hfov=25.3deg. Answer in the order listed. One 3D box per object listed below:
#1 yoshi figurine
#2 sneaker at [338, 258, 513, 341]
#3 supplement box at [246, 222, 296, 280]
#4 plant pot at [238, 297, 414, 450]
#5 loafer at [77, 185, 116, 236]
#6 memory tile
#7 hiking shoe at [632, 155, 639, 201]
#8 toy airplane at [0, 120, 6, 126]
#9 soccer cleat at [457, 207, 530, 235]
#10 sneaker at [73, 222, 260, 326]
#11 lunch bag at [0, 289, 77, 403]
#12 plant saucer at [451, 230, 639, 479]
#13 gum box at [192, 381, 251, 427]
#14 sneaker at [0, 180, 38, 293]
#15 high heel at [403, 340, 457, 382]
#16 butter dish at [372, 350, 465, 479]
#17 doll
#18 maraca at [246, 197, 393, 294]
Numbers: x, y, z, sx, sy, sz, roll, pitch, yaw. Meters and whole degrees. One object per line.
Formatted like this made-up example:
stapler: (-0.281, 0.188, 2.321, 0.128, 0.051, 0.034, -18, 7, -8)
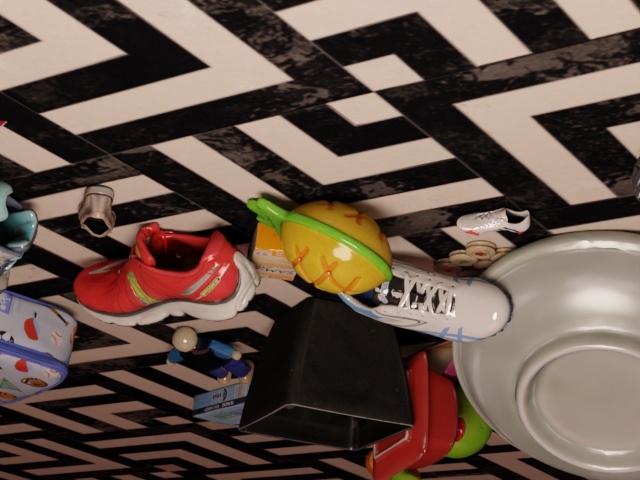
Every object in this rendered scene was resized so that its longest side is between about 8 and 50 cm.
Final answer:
yoshi figurine: (0.180, 0.310, 2.278, 0.203, 0.204, 0.362, -11, 157, -6)
sneaker: (0.117, 0.071, 1.721, 0.237, 0.085, 0.086, 11, -177, 32)
supplement box: (-0.054, 0.015, 1.735, 0.062, 0.036, 0.098, 7, 159, -7)
plant pot: (0.009, 0.182, 1.978, 0.188, 0.167, 0.187, 12, 157, -22)
loafer: (-0.262, -0.024, 1.667, 0.045, 0.039, 0.125, 6, 159, -7)
memory tile: (0.223, 0.035, 1.773, 0.148, 0.012, 0.113, 14, 157, -25)
hiking shoe: (0.429, -0.067, 1.403, 0.226, 0.086, 0.114, -2, 172, 29)
toy airplane: (-0.399, -0.111, 1.485, 0.151, 0.028, 0.151, 4, 158, 2)
soccer cleat: (0.196, -0.023, 1.609, 0.083, 0.029, 0.036, 2, 150, -3)
sneaker: (-0.201, 0.029, 1.752, 0.279, 0.107, 0.118, -6, 132, 34)
lunch bag: (-0.511, 0.154, 2.079, 0.243, 0.115, 0.303, 19, 153, -30)
plant saucer: (0.348, 0.173, 1.726, 0.400, 0.100, 0.401, 10, 129, 12)
gum box: (-0.100, 0.292, 2.456, 0.184, 0.041, 0.157, 21, 153, -35)
sneaker: (-0.391, 0.007, 1.681, 0.122, 0.110, 0.283, 0, 159, 0)
high heel: (0.168, 0.165, 2.038, 0.244, 0.082, 0.117, -9, 145, 43)
butter dish: (0.149, 0.257, 2.014, 0.118, 0.160, 0.160, 13, 150, -21)
doll: (-0.174, 0.176, 2.162, 0.129, 0.046, 0.189, -5, 157, 20)
maraca: (0.000, 0.000, 1.615, 0.185, 0.099, 0.127, 25, 164, 21)
